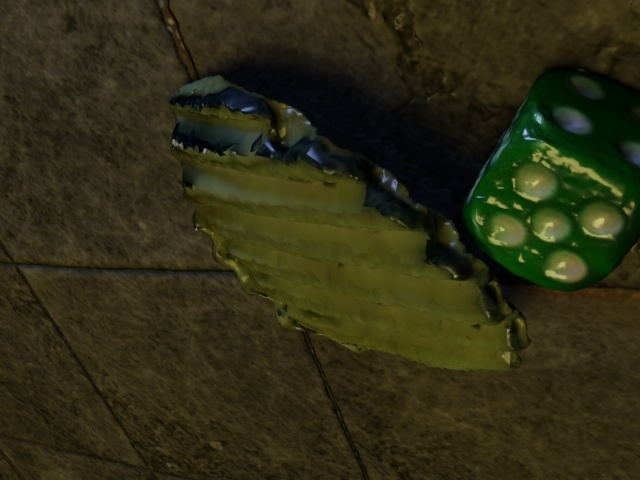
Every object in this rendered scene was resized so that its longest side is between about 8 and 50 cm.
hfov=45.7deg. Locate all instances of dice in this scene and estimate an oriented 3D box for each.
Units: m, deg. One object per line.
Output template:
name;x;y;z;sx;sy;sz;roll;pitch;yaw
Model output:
dice;0.191;-0.049;0.596;0.120;0.128;0.131;29;138;8

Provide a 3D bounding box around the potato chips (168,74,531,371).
potato chips;0.000;0.000;0.748;0.429;0.070;0.358;11;140;49
